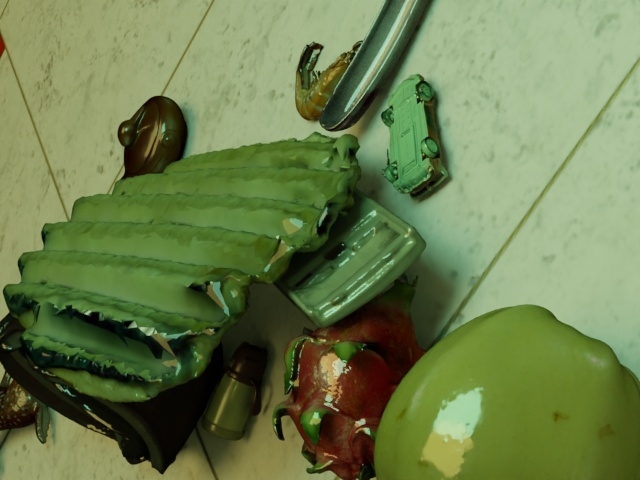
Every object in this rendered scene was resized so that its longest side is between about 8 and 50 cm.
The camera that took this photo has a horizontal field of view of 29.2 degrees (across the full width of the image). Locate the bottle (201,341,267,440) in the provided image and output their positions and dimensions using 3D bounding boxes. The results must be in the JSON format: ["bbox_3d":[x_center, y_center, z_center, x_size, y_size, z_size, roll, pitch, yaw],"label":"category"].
[{"bbox_3d":[-0.084,0.156,1.283,0.063,0.047,0.101,24,93,18],"label":"bottle"}]

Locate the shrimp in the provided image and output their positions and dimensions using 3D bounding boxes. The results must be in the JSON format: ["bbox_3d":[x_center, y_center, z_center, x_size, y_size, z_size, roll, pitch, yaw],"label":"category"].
[{"bbox_3d":[0.007,-0.184,1.298,0.127,0.025,0.091,-39,47,43],"label":"shrimp"}]

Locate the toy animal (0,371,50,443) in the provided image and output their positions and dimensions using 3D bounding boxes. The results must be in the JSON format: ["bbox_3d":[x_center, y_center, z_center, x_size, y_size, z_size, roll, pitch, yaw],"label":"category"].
[{"bbox_3d":[-0.462,0.252,1.727,0.243,0.087,0.260,-26,54,49],"label":"toy animal"}]

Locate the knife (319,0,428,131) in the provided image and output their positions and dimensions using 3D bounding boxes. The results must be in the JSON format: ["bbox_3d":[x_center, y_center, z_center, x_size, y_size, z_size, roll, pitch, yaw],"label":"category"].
[{"bbox_3d":[0.080,-0.225,1.190,0.123,0.053,0.278,41,112,46],"label":"knife"}]

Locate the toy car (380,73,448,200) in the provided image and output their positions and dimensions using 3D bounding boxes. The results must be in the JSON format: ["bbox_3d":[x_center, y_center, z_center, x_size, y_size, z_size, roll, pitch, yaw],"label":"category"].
[{"bbox_3d":[0.087,-0.100,1.150,0.059,0.035,0.122,-37,41,41],"label":"toy car"}]

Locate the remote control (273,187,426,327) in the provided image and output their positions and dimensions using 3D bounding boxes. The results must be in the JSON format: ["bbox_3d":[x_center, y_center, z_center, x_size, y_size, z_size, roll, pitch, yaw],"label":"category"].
[{"bbox_3d":[0.000,0.000,1.137,0.123,0.038,0.285,-40,24,-6],"label":"remote control"}]

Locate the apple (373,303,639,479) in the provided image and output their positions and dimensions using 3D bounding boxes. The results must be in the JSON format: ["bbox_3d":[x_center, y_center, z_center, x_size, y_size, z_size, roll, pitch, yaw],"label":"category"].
[{"bbox_3d":[0.136,0.147,0.866,0.200,0.200,0.200,-24,59,48],"label":"apple"}]

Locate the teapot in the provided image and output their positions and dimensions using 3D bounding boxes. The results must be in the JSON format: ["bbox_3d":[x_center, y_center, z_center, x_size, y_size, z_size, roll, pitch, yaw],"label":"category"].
[{"bbox_3d":[-0.220,-0.121,1.538,0.098,0.078,0.129,37,108,53],"label":"teapot"}]

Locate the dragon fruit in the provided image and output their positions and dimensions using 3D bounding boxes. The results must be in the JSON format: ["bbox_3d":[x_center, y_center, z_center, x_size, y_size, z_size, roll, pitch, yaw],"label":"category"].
[{"bbox_3d":[0.041,0.100,1.065,0.137,0.135,0.236,-19,39,39],"label":"dragon fruit"}]

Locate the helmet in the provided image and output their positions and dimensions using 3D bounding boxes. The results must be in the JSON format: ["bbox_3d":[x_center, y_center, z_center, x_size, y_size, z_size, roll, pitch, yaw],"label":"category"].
[{"bbox_3d":[-0.225,0.118,1.353,0.177,0.225,0.305,-54,28,-16],"label":"helmet"}]

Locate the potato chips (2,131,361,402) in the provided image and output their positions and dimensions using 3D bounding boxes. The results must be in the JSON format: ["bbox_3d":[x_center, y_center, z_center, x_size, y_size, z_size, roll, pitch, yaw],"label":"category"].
[{"bbox_3d":[-0.144,0.003,1.194,0.429,0.070,0.358,5,42,49],"label":"potato chips"}]
